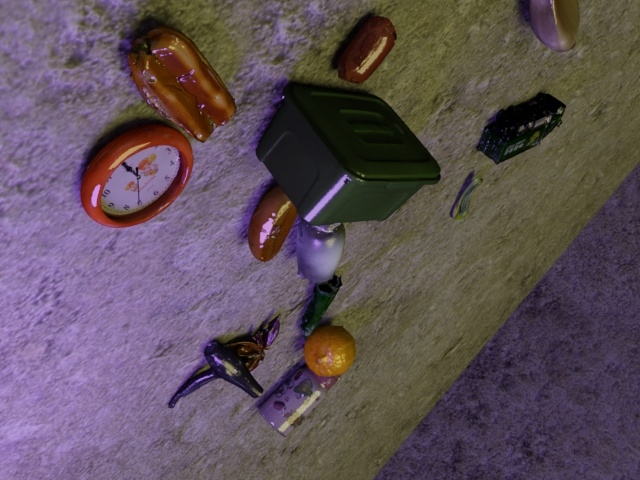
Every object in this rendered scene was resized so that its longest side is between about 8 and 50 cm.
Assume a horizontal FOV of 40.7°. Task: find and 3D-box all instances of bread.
[{"bbox_3d":[-0.098,-0.043,1.779,0.189,0.077,0.114,-62,170,26],"label":"bread"}]

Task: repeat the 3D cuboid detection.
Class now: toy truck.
[{"bbox_3d":[0.550,-0.309,2.336,0.259,0.088,0.121,-25,146,-33],"label":"toy truck"}]

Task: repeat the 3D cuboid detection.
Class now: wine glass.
[{"bbox_3d":[0.000,0.000,1.938,0.111,0.111,0.204,-28,146,-32],"label":"wine glass"}]

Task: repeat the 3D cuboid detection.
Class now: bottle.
[{"bbox_3d":[-0.051,0.432,2.463,0.253,0.120,0.120,-46,154,-5],"label":"bottle"}]

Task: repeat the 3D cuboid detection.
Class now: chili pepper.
[{"bbox_3d":[-0.009,0.181,2.245,0.088,0.059,0.227,-37,158,-44],"label":"chili pepper"}]

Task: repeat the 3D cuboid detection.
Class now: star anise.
[{"bbox_3d":[-0.179,0.277,2.129,0.157,0.053,0.212,-16,142,-46],"label":"star anise"}]

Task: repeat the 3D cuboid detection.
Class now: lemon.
[{"bbox_3d":[0.030,0.302,2.368,0.142,0.142,0.187,-54,165,14],"label":"lemon"}]

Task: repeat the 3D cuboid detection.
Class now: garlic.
[{"bbox_3d":[0.527,-0.538,1.957,0.143,0.112,0.318,-62,152,-22],"label":"garlic"}]

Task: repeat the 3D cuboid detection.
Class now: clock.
[{"bbox_3d":[-0.301,-0.106,1.422,0.205,0.051,0.205,-33,151,-21],"label":"clock"}]

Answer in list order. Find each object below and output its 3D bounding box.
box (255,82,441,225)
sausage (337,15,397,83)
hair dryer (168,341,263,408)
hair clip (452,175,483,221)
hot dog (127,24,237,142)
[{"bbox_3d":[0.051,-0.155,1.661,0.329,0.252,0.178,-6,142,-51],"label":"box"},{"bbox_3d":[0.086,-0.354,1.618,0.141,0.076,0.076,-50,153,7],"label":"sausage"},{"bbox_3d":[-0.268,0.351,2.069,0.219,0.075,0.195,-32,125,9],"label":"hair dryer"},{"bbox_3d":[0.415,-0.118,2.463,0.060,0.033,0.188,-24,149,-33],"label":"hair clip"},{"bbox_3d":[-0.214,-0.237,1.343,0.115,0.072,0.269,-44,155,-5],"label":"hot dog"}]
